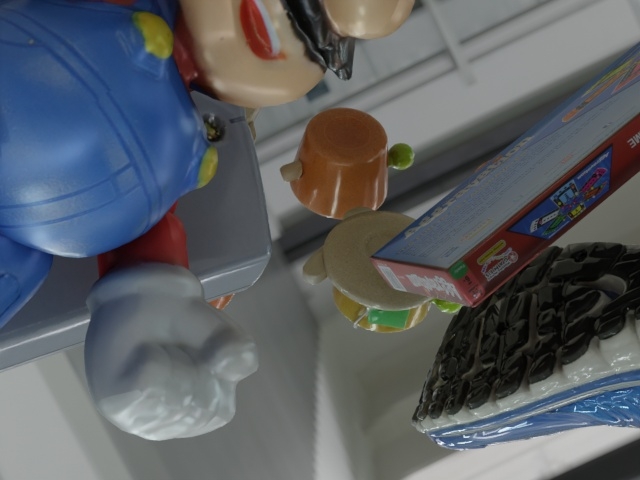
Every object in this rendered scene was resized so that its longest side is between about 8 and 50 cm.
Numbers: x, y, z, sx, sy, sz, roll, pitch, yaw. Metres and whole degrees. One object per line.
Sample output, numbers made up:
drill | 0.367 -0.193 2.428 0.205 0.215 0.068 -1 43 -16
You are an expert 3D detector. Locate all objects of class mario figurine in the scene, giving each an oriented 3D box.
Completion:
mario figurine | -0.053 -0.052 0.530 0.320 0.170 0.198 -47 173 -25

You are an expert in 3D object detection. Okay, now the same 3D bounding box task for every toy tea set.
toy tea set | 0.000 0.000 1.167 0.336 0.124 0.200 17 -133 6

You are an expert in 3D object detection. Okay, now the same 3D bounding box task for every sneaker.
sneaker | 0.196 0.077 0.922 0.330 0.147 0.130 -18 -148 37

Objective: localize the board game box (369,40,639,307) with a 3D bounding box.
board game box | 0.159 -0.064 0.895 0.281 0.027 0.145 -38 -169 -9

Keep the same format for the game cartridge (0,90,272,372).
game cartridge | -0.148 -0.091 0.672 0.198 0.297 0.062 -16 161 -35
